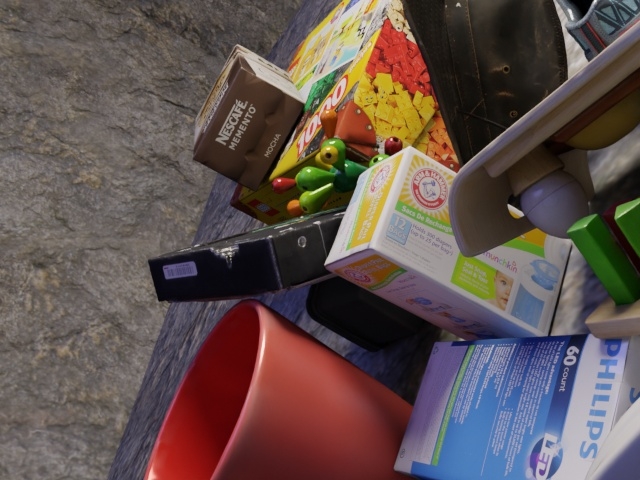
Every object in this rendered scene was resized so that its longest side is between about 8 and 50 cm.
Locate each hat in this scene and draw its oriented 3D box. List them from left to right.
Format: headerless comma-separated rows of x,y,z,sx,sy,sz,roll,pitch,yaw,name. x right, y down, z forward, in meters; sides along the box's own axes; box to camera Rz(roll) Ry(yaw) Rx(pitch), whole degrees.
0.198,-0.186,0.823,0.133,0.331,0.331,-11,43,22,hat

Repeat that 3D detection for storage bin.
0.067,0.073,0.972,0.091,0.135,0.098,-19,45,50,storage bin

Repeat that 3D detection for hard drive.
0.000,0.000,0.911,0.236,0.338,0.064,-9,97,47,hard drive

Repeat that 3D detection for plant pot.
-0.024,0.230,0.794,0.275,0.243,0.275,-53,19,28,plant pot

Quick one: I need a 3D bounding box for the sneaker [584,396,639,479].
0.177,0.143,0.376,0.152,0.114,0.305,-61,-28,-46,sneaker

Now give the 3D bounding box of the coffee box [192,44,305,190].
-0.130,-0.220,1.313,0.168,0.118,0.297,-59,18,14,coffee box

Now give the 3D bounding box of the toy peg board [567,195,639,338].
0.261,-0.020,0.502,0.160,0.079,0.161,-38,6,-26,toy peg board

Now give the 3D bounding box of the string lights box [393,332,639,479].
0.170,0.153,0.629,0.259,0.076,0.133,-20,46,65,string lights box

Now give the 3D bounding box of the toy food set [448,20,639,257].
0.261,-0.093,0.582,0.219,0.092,0.306,-19,-14,-40,toy food set

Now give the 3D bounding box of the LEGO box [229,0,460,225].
0.066,-0.221,1.277,0.500,0.193,0.373,-19,47,66,LEGO box

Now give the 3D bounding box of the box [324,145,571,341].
0.125,0.014,0.749,0.103,0.203,0.114,-25,41,63,box

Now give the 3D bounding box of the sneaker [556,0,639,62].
0.304,-0.280,0.795,0.104,0.125,0.262,-43,27,45,sneaker

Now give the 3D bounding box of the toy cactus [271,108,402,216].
0.049,-0.088,0.931,0.219,0.180,0.112,-24,73,60,toy cactus
